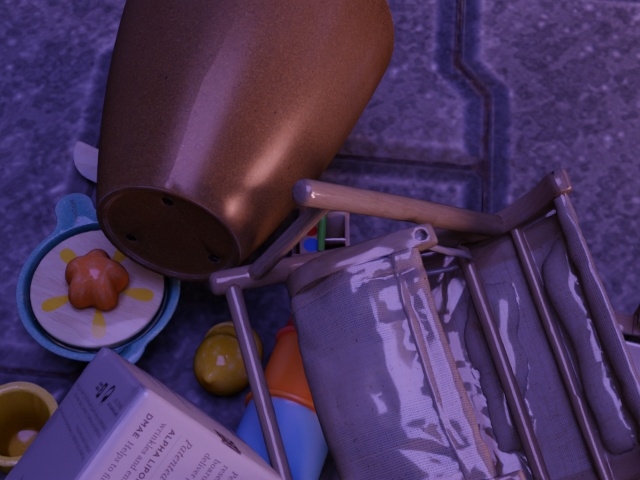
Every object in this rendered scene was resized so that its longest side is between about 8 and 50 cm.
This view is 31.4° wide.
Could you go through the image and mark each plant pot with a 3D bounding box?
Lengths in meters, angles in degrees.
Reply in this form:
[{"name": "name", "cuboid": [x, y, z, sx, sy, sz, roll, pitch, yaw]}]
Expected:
[{"name": "plant pot", "cuboid": [-0.081, -0.101, 0.935, 0.237, 0.237, 0.254, 13, 54, 6]}]

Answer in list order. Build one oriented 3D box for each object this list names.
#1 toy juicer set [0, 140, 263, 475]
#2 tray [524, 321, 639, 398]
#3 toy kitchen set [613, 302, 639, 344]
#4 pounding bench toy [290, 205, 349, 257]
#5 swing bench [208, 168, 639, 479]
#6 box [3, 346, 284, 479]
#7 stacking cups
[{"name": "toy juicer set", "cuboid": [-0.146, 0.046, 0.944, 0.209, 0.089, 0.329, 7, 58, 3]}, {"name": "tray", "cuboid": [0.284, 0.165, 0.898, 0.270, 0.030, 0.145, 14, 84, 7]}, {"name": "toy kitchen set", "cuboid": [0.274, 0.095, 0.939, 0.083, 0.068, 0.075, 12, 59, 6]}, {"name": "pounding bench toy", "cuboid": [0.000, 0.000, 0.979, 0.052, 0.083, 0.065, 0, 58, -2]}, {"name": "swing bench", "cuboid": [0.088, 0.098, 0.825, 0.254, 0.165, 0.253, -3, 66, -32]}, {"name": "box", "cuboid": [-0.139, 0.186, 0.765, 0.119, 0.181, 0.182, 38, 81, -17]}, {"name": "stacking cups", "cuboid": [-0.039, 0.160, 0.877, 0.096, 0.096, 0.316, 15, 59, 7]}]
